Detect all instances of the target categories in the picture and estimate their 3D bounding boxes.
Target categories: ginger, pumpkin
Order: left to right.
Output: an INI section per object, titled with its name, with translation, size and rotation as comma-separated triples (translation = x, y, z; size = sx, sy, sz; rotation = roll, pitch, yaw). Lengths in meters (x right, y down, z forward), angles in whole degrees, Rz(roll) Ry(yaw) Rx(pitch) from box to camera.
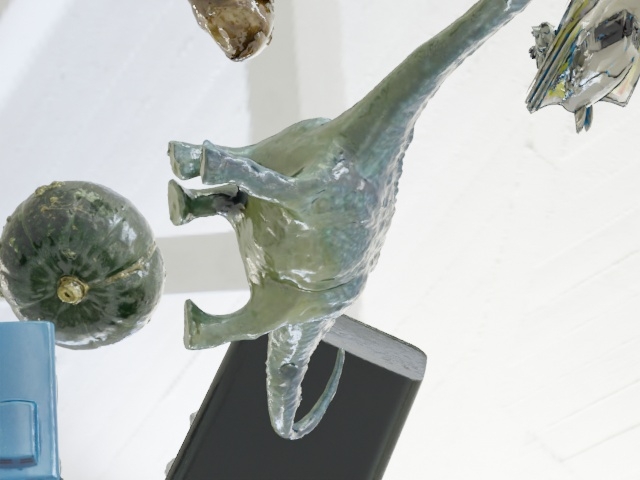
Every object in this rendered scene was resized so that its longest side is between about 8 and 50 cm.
[pumpkin]
translation = -0.262, 0.028, 1.598
size = 0.190, 0.146, 0.190
rotation = 2, -83, 13
[ginger]
translation = -0.129, -0.330, 1.504
size = 0.107, 0.309, 0.133
rotation = -27, -146, -1

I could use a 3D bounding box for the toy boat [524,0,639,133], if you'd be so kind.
[toy boat]
translation = 0.207, -0.163, 1.041
size = 0.210, 0.084, 0.066
rotation = 109, -27, -54

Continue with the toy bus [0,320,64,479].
[toy bus]
translation = -0.291, 0.175, 1.395
size = 0.090, 0.106, 0.185
rotation = -1, -124, -13

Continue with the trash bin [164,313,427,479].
[trash bin]
translation = -0.027, 0.169, 1.180
size = 0.165, 0.115, 0.226
rotation = 24, -77, 2

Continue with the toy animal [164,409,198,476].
[toy animal]
translation = -0.089, 0.224, 1.518
size = 0.138, 0.282, 0.140
rotation = 25, -33, -11

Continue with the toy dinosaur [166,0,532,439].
[toy dinosaur]
translation = -0.009, -0.003, 0.768
size = 0.363, 0.147, 0.076
rotation = 110, -28, -42
